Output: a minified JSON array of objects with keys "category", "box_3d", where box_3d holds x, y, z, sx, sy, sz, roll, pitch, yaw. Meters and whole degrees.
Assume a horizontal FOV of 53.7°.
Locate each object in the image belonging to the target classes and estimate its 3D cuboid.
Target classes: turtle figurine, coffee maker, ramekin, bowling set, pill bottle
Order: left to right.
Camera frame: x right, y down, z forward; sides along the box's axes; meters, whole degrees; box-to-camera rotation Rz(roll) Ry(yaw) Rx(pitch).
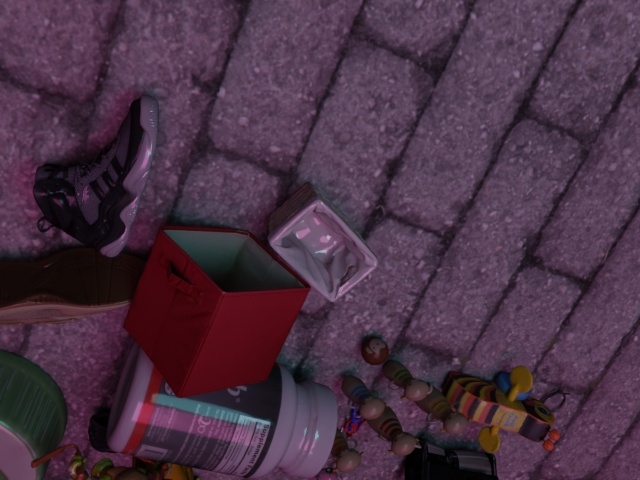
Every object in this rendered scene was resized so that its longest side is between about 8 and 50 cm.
[{"category":"ramekin","box_3d":[-0.608,0.348,1.086,0.303,0.148,0.304,-5,116,-9]},{"category":"turtle figurine","box_3d":[-0.314,0.398,1.025,0.269,0.217,0.087,35,66,-55]},{"category":"pill bottle","box_3d":[-0.169,0.299,1.118,0.362,0.210,0.210,19,110,-20]},{"category":"bowling set","box_3d":[0.120,0.300,1.193,0.287,0.154,0.200,-22,111,-15]},{"category":"coffee maker","box_3d":[0.278,0.518,1.336,0.178,0.171,0.120,13,128,-15]}]

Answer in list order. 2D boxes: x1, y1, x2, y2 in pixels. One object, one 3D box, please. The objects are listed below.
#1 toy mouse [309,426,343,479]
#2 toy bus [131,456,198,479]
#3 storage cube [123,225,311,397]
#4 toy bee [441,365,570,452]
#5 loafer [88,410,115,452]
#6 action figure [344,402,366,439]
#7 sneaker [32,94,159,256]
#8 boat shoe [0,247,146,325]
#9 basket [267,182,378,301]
[{"category":"toy mouse","box_3d":[0.000,0.484,1.341,0.143,0.031,0.161,-17,118,-3]},{"category":"toy bus","box_3d":[-0.299,0.487,1.241,0.202,0.104,0.191,27,108,-21]},{"category":"storage cube","box_3d":[-0.169,0.106,1.003,0.215,0.183,0.193,1,121,-49]},{"category":"toy bee","box_3d":[0.408,0.343,1.285,0.298,0.162,0.195,-7,115,-8]},{"category":"loafer","box_3d":[-0.321,0.354,1.187,0.223,0.076,0.078,1,124,-8]},{"category":"action figure","box_3d":[0.074,0.367,1.303,0.038,0.030,0.115,6,116,-20]},{"category":"sneaker","box_3d":[-0.340,-0.105,0.947,0.153,0.101,0.269,16,114,-21]},{"category":"boat shoe","box_3d":[-0.425,0.085,1.034,0.302,0.109,0.098,-6,153,-14]},{"category":"basket","box_3d":[0.000,0.000,1.068,0.113,0.103,0.167,-40,116,9]}]
